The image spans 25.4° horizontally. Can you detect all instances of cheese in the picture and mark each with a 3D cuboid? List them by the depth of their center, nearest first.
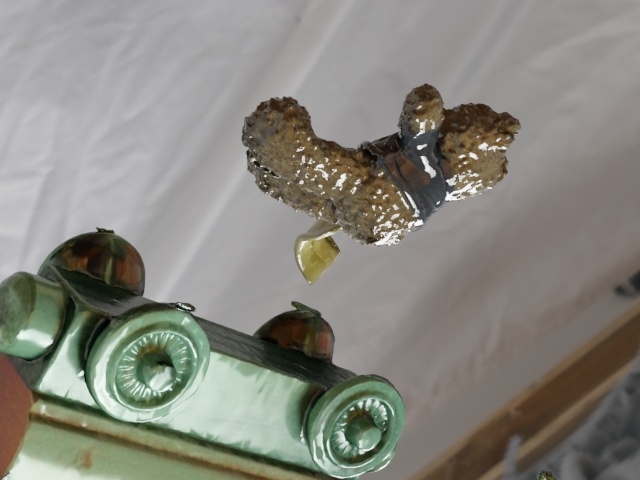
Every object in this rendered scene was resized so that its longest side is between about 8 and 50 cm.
[{"bbox_3d":[-0.001,-0.001,1.470,0.041,0.060,0.084,39,149,13],"label":"cheese"}]

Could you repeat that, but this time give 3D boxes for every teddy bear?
[{"bbox_3d":[0.055,-0.059,1.263,0.182,0.251,0.129,124,139,-75],"label":"teddy bear"}]

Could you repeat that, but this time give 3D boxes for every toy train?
[{"bbox_3d":[-0.080,0.110,0.797,0.285,0.177,0.116,23,-170,-41],"label":"toy train"}]

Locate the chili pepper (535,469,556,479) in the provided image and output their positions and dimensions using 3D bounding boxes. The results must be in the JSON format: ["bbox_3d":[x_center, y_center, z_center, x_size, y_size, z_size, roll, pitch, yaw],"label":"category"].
[{"bbox_3d":[0.239,0.257,1.475,0.022,0.027,0.083,23,155,34],"label":"chili pepper"}]
